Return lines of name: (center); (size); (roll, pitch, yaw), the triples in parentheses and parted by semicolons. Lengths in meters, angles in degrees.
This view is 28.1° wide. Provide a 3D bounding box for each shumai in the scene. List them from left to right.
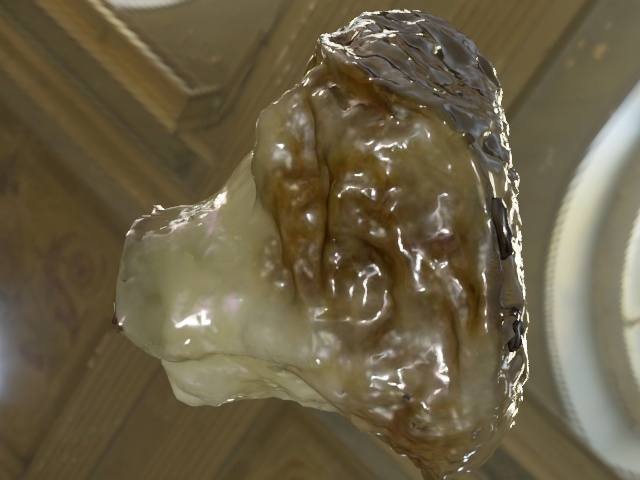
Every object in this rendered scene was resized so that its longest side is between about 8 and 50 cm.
shumai: (0.000, 0.004, 0.374); (0.116, 0.145, 0.145); (-2, -151, 3)
